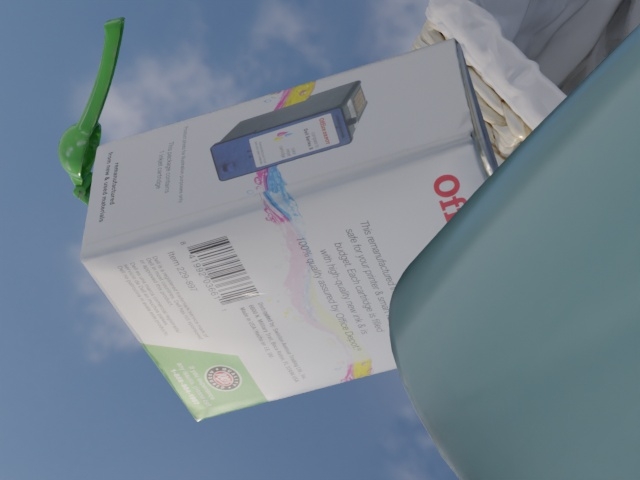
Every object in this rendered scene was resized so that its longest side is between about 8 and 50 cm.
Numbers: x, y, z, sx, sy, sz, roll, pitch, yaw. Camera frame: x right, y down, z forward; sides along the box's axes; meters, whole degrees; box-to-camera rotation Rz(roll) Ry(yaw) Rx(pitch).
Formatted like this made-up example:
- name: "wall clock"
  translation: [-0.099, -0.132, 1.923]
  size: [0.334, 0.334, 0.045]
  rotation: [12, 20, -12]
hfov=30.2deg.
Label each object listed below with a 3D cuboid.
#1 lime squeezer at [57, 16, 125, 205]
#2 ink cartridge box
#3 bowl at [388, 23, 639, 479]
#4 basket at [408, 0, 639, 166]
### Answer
- name: "lime squeezer"
  translation: [-0.185, -0.061, 1.143]
  size: [0.110, 0.310, 0.059]
  rotation: [-16, -152, 3]
- name: "ink cartridge box"
  translation: [0.000, 0.000, 0.655]
  size: [0.212, 0.154, 0.093]
  rotation: [-15, -137, 13]
- name: "bowl"
  translation: [0.195, 0.014, 0.379]
  size: [0.311, 0.311, 0.163]
  rotation: [50, -55, 46]
- name: "basket"
  translation: [0.242, -0.058, 0.975]
  size: [0.328, 0.331, 0.266]
  rotation: [49, -40, 13]
